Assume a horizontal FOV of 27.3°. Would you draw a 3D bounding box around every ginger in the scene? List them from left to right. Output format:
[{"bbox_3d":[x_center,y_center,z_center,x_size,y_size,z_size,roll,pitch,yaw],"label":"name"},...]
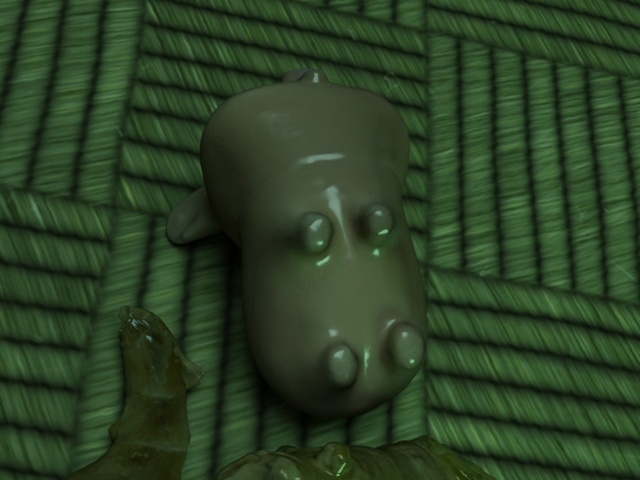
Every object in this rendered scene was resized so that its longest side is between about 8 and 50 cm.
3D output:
[{"bbox_3d":[-0.171,0.184,1.147,0.131,0.086,0.295,6,48,-4],"label":"ginger"},{"bbox_3d":[0.042,0.229,1.068,0.354,0.190,0.126,0,33,-37],"label":"ginger"}]

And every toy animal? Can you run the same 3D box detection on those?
[{"bbox_3d":[0.000,0.000,1.242,0.237,0.269,0.326,-5,92,-21],"label":"toy animal"}]

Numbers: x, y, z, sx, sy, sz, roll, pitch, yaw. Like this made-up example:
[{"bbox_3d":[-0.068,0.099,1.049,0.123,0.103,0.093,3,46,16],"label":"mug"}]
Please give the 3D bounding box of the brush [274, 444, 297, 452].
[{"bbox_3d":[-0.041,0.284,1.132,0.123,0.059,0.197,37,55,3],"label":"brush"}]
